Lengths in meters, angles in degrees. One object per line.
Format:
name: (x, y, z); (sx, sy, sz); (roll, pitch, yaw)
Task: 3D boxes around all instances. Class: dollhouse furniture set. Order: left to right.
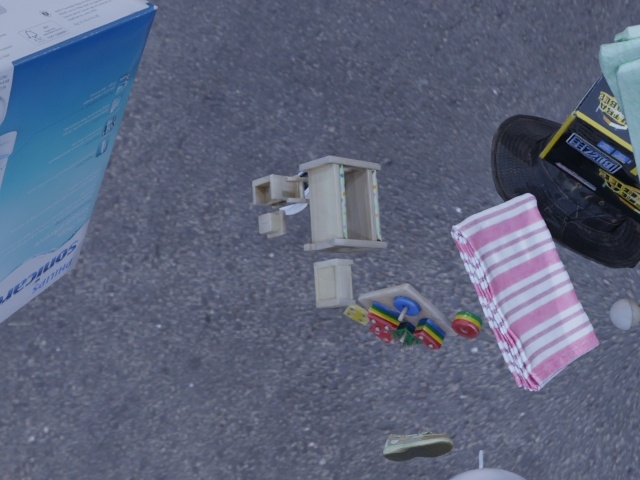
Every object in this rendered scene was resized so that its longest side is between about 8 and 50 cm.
dollhouse furniture set: (0.000, 0.000, 1.079); (0.161, 0.101, 0.181); (-12, 78, 47)

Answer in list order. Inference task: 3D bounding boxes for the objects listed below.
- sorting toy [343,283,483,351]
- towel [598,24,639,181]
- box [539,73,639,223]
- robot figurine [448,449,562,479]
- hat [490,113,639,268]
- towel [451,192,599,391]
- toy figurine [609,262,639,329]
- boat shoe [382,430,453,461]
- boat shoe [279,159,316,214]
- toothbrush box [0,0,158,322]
sorting toy: (0.137, 0.140, 1.412); (0.274, 0.132, 0.046); (-19, 36, 54)
towel: (0.354, -0.043, 0.498); (0.325, 0.248, 0.038); (5, 56, 37)
box: (0.477, -0.082, 1.150); (0.322, 0.257, 0.079); (36, 86, 8)
robot figurine: (0.264, 0.473, 1.181); (0.300, 0.200, 0.353); (-43, 37, 14)
hat: (0.454, -0.119, 1.384); (0.331, 0.331, 0.134); (57, 144, 17)
towel: (0.231, 0.051, 0.915); (0.029, 0.144, 0.197); (-25, 88, 50)
toy figurine: (0.620, 0.107, 1.488); (0.148, 0.209, 0.213); (-2, 117, -1)
boat shoe: (0.172, 0.357, 1.472); (0.153, 0.056, 0.048); (-30, 39, 46)
boat shoe: (-0.040, -0.119, 1.842); (0.184, 0.063, 0.066); (-34, 68, 35)
toothbrush box: (-0.271, -0.062, 0.646); (0.126, 0.216, 0.295); (32, 126, 6)
